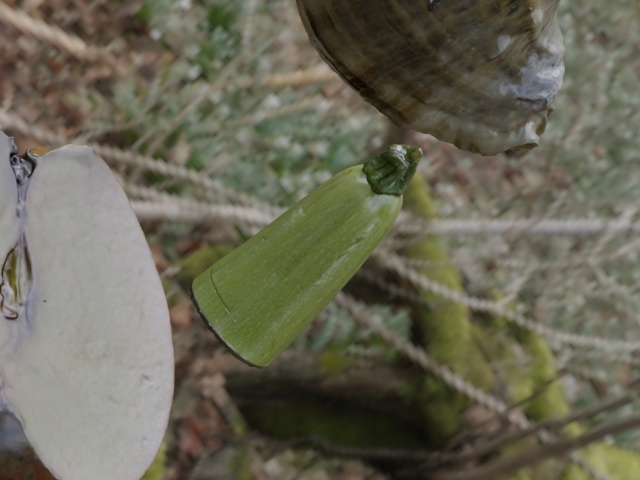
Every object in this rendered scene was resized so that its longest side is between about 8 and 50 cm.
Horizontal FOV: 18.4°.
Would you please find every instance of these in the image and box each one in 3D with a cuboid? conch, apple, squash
[{"bbox_3d":[0.088,-0.201,1.287,0.210,0.159,0.291,-10,87,-6],"label":"conch"},{"bbox_3d":[-0.296,0.062,1.778,0.295,0.329,0.365,-5,63,6],"label":"apple"},{"bbox_3d":[0.000,0.000,1.531,0.094,0.224,0.094,40,22,-19],"label":"squash"}]

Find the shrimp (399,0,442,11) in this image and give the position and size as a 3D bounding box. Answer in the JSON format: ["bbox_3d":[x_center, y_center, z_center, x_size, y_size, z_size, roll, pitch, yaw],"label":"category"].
[{"bbox_3d":[0.132,-0.189,0.752,0.169,0.058,0.296,38,79,-40],"label":"shrimp"}]
